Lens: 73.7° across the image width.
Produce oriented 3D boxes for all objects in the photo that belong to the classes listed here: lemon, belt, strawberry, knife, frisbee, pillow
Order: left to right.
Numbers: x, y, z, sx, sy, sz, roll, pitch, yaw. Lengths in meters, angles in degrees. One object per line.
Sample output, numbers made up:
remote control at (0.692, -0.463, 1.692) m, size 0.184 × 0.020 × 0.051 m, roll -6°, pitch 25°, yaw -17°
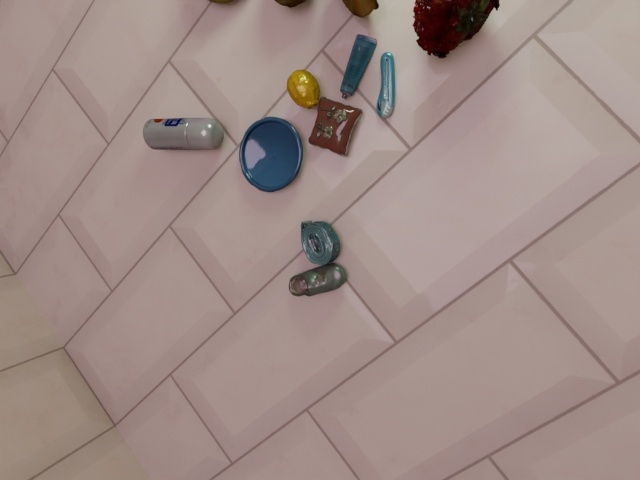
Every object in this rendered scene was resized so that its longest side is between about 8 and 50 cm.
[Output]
frisbee at (-0.190, -0.335, 1.669) m, size 0.289 × 0.049 × 0.290 m, roll 3°, pitch 97°, yaw 25°
lemon at (-0.060, -0.550, 1.557) m, size 0.114 × 0.114 × 0.155 m, roll -36°, pitch 83°, yaw 21°
belt at (0.003, 0.009, 1.619) m, size 0.147 × 0.082 × 0.163 m, roll 6°, pitch 102°, yaw 31°
pillow at (0.046, -0.415, 1.552) m, size 0.171 × 0.075 × 0.179 m, roll 24°, pitch 105°, yaw 18°
knife at (0.228, -0.541, 1.488) m, size 0.064 × 0.031 × 0.222 m, roll 4°, pitch 98°, yaw 25°
strawberry at (0.383, -0.705, 1.288) m, size 0.274 × 0.274 × 0.221 m, roll -45°, pitch 64°, yaw 20°

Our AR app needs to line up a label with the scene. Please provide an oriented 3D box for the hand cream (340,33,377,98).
hand cream at (0.124, -0.615, 1.520) m, size 0.083 × 0.048 × 0.225 m, roll 25°, pitch 99°, yaw 17°

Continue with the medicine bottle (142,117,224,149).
medicine bottle at (-0.556, -0.438, 1.758) m, size 0.340 × 0.130 × 0.131 m, roll 6°, pitch 99°, yaw 21°

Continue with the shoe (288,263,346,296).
shoe at (-0.025, 0.161, 1.639) m, size 0.250 × 0.100 × 0.103 m, roll -19°, pitch 89°, yaw 25°

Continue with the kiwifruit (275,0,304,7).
kiwifruit at (-0.106, -0.944, 1.489) m, size 0.195 × 0.196 × 0.234 m, roll 7°, pitch 105°, yaw 21°

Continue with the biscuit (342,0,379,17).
biscuit at (0.079, -0.857, 1.366) m, size 0.101 × 0.296 × 0.297 m, roll -31°, pitch 85°, yaw 12°

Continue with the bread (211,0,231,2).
bread at (-0.376, -1.075, 1.594) m, size 0.332 × 0.160 × 0.334 m, roll 2°, pitch 96°, yaw 22°
